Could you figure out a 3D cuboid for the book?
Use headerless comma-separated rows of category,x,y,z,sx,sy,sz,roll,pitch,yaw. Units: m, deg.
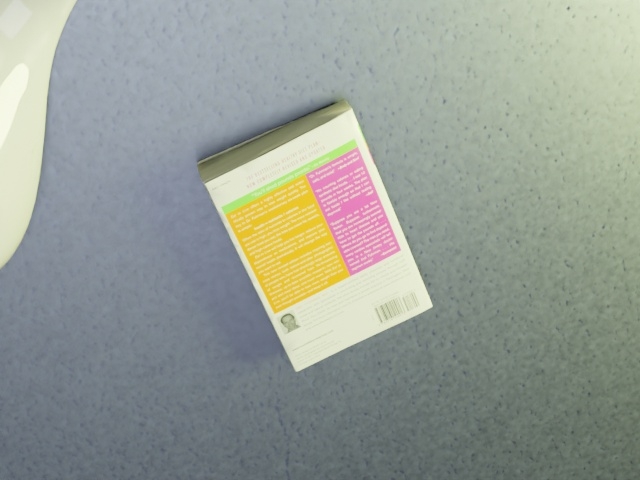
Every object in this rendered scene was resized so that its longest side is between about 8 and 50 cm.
book,0.000,0.000,0.671,0.096,0.035,0.144,-24,117,-2

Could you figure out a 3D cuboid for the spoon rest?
spoon rest,-0.186,-0.071,0.587,0.137,0.084,0.276,34,118,-22
